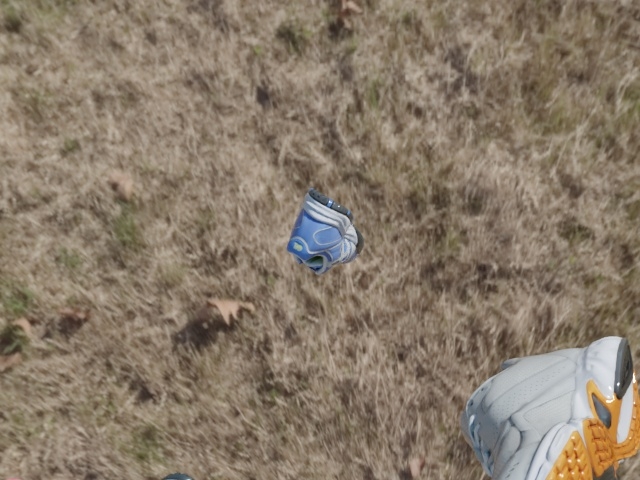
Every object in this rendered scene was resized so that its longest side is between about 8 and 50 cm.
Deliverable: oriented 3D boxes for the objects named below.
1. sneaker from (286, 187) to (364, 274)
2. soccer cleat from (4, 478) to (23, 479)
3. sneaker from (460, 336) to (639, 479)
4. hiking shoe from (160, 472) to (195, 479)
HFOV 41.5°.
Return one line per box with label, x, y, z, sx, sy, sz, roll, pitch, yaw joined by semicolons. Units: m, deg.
sneaker;0.000;0.000;1.065;0.080;0.211;0.081;31;84;18
soccer cleat;-0.413;0.461;1.331;0.248;0.095;0.083;35;49;-16
sneaker;0.144;0.151;0.587;0.121;0.262;0.099;-9;100;31
hiking shoe;-0.148;0.487;1.254;0.304;0.113;0.132;36;51;2
